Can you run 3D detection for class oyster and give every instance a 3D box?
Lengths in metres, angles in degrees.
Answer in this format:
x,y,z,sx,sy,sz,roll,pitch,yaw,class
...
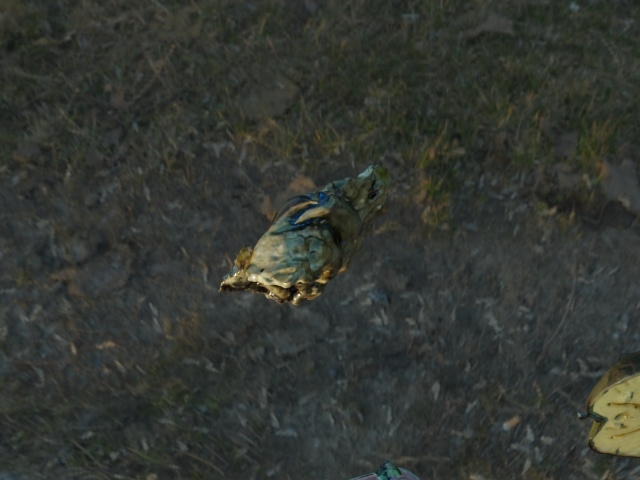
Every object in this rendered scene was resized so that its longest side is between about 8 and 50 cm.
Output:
x,y,z,sx,sy,sz,roll,pitch,yaw,class
0.000,0.000,0.982,0.223,0.214,0.083,-35,84,-19,oyster

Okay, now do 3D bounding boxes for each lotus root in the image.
x,y,z,sx,sy,sz,roll,pitch,yaw,class
0.398,0.181,1.123,0.203,0.183,0.078,12,43,-15,lotus root

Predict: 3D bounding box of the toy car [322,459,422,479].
x,y,z,sx,sy,sz,roll,pitch,yaw,class
0.048,0.269,0.954,0.142,0.055,0.069,-6,40,-37,toy car
